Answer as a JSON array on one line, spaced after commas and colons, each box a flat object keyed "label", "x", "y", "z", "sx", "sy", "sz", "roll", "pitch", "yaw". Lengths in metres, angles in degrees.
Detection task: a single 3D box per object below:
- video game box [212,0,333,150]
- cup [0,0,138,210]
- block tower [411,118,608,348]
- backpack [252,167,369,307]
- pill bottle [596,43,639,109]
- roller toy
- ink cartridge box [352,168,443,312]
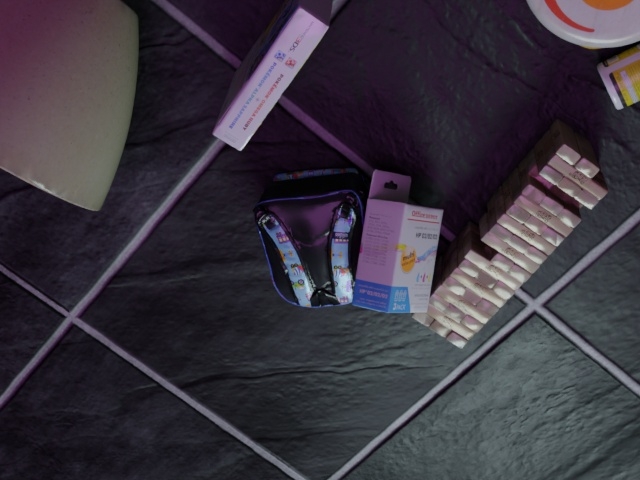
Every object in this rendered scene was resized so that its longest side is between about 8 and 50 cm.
[{"label": "video game box", "x": -0.052, "y": -0.227, "z": 1.171, "sx": 0.048, "sy": 0.205, "sz": 0.187, "roll": 30, "pitch": 118, "yaw": -13}, {"label": "cup", "x": -0.354, "y": -0.219, "z": 1.178, "sx": 0.331, "sy": 0.331, "sz": 0.237, "roll": 32, "pitch": 90, "yaw": -10}, {"label": "block tower", "x": 0.250, "y": 0.002, "z": 1.315, "sx": 0.091, "sy": 0.097, "sz": 0.335, "roll": 33, "pitch": 118, "yaw": -10}, {"label": "backpack", "x": 0.000, "y": 0.000, "z": 1.331, "sx": 0.158, "sy": 0.117, "sz": 0.173, "roll": -8, "pitch": 116, "yaw": 11}, {"label": "pill bottle", "x": 0.409, "y": -0.215, "z": 1.197, "sx": 0.116, "sy": 0.065, "sz": 0.065, "roll": -25, "pitch": 112, "yaw": 19}, {"label": "roller toy", "x": 0.329, "y": -0.329, "z": 1.102, "sx": 0.191, "sy": 0.146, "sz": 0.209, "roll": -29, "pitch": 113, "yaw": 31}, {"label": "ink cartridge box", "x": 0.106, "y": 0.002, "z": 1.286, "sx": 0.062, "sy": 0.104, "sz": 0.181, "roll": 10, "pitch": 94, "yaw": 35}]
